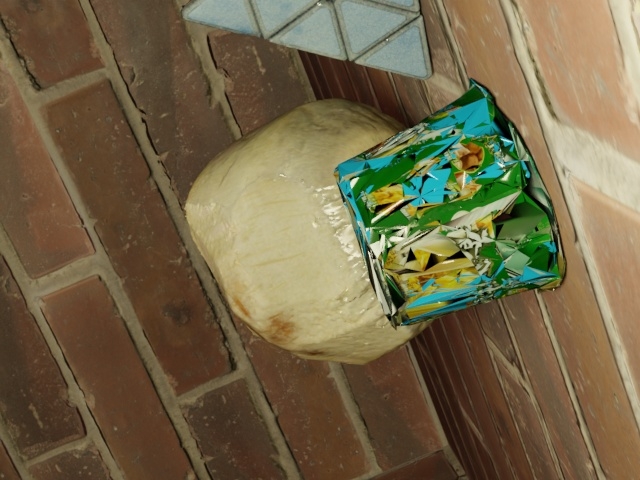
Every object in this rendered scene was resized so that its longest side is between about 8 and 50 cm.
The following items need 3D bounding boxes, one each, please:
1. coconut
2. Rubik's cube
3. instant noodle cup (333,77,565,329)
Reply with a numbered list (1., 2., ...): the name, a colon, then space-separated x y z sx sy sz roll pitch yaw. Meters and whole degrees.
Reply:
1. coconut: 0.000 0.000 1.616 0.415 0.344 0.416 21 118 48
2. Rubik's cube: 0.011 -0.332 1.279 0.233 0.228 0.229 25 107 31
3. instant noodle cup: 0.124 -0.024 1.147 0.240 0.178 0.240 158 90 -89
